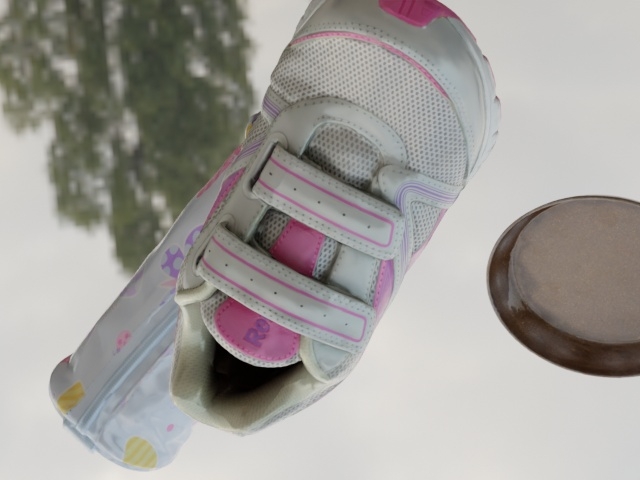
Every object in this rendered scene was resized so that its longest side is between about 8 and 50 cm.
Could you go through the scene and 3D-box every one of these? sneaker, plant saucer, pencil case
[{"bbox_3d":[0.000,0.000,0.807,0.103,0.252,0.111,25,-137,6],"label":"sneaker"},{"bbox_3d":[0.204,0.028,1.324,0.168,0.168,0.029,3,-141,14],"label":"plant saucer"},{"bbox_3d":[-0.077,0.040,1.302,0.113,0.273,0.124,38,-158,-6],"label":"pencil case"}]
